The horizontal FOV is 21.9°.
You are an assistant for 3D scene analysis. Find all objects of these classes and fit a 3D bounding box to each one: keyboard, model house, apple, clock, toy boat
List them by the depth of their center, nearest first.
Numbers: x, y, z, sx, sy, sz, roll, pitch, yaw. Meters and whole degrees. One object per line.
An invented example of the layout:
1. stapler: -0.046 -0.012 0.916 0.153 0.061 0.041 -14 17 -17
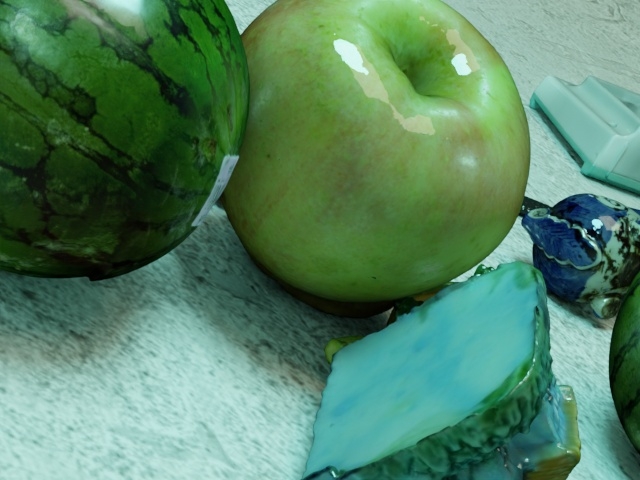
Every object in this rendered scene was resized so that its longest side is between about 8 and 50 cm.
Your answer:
1. model house: 0.141 0.193 1.393 0.241 0.226 0.261 57 20 -16
2. apple: 0.040 -0.088 1.592 0.319 0.277 0.319 21 47 -25
3. toy boat: 0.121 0.077 1.706 0.089 0.088 0.229 39 24 15
4. keyboard: 0.256 -0.054 2.220 0.202 0.011 0.067 20 25 -26
5. clock: 0.493 -0.167 2.601 0.262 0.116 0.231 18 26 -31

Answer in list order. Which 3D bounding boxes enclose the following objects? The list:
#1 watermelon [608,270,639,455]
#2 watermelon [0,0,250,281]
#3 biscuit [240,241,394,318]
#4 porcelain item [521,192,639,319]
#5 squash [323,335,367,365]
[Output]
1. watermelon: 0.431 0.183 1.758 0.331 0.189 0.330 20 41 -19
2. watermelon: -0.235 -0.138 1.404 0.363 0.363 0.363 26 24 -13
3. biscuit: 0.000 0.000 1.742 0.212 0.036 0.212 23 38 -19
4. porcelain item: 0.364 0.003 2.094 0.288 0.138 0.186 5 25 -48
5. squash: 0.093 0.130 1.597 0.201 0.066 0.066 18 27 -27
